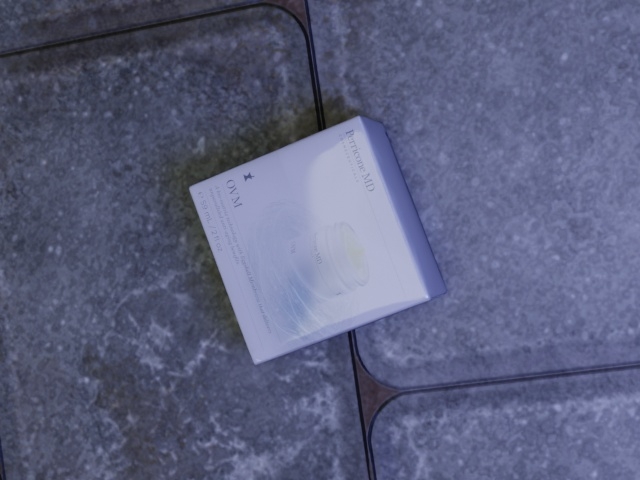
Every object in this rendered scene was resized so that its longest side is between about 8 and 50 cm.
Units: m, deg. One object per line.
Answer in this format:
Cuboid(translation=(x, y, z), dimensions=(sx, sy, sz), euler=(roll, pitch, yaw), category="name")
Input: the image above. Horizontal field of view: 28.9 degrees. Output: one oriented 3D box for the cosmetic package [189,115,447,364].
Cuboid(translation=(0.000, 0.000, 1.461), dimensions=(0.225, 0.138, 0.224), euler=(-22, 86, 13), category="cosmetic package")
